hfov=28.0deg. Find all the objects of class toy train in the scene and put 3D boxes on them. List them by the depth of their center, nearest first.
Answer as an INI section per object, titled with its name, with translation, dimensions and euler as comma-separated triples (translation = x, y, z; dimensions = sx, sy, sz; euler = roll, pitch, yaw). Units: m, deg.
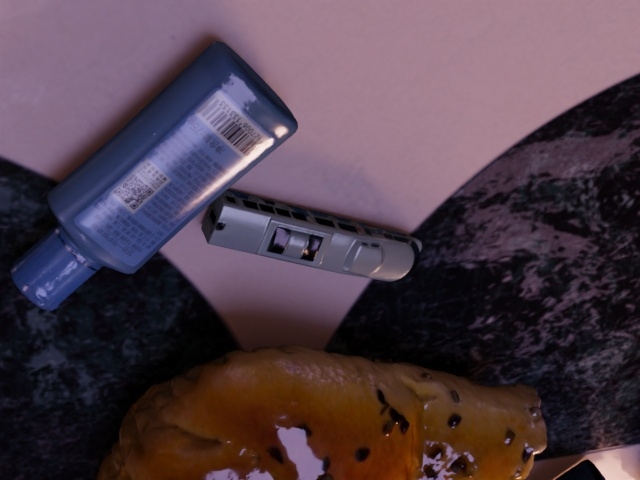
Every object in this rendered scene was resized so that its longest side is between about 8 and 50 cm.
[toy train]
translation = 0.000, 0.000, 1.125
dimensions = 0.208, 0.047, 0.043
euler = 12, 116, -25

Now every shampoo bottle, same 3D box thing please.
[shampoo bottle]
translation = -0.144, -0.042, 1.034
dimensions = 0.258, 0.061, 0.104
euler = -41, 127, 9

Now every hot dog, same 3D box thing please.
[hot dog]
translation = -0.022, 0.251, 1.201
dimensions = 0.365, 0.196, 0.367
euler = 21, 111, -26

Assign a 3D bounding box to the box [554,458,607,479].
[box]
translation = 0.277, 0.430, 1.388
dimensions = 0.261, 0.116, 0.279
euler = -38, 93, 4
